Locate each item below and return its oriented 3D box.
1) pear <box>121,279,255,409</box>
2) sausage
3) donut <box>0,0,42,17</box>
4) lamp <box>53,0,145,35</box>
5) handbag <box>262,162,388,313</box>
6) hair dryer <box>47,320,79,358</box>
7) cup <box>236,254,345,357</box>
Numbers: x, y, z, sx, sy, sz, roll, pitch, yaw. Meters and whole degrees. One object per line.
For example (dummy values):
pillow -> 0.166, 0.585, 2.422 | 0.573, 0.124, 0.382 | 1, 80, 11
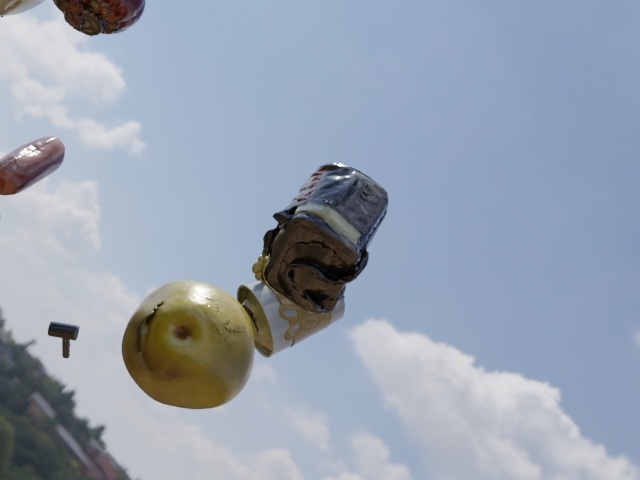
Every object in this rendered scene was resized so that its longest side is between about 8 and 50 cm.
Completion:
pear -> -0.271, 0.235, 2.005 | 0.285, 0.285, 0.336 | 38, -22, 32
sausage -> -0.527, -0.136, 1.704 | 0.077, 0.194, 0.077 | 7, -65, 14
donut -> -0.528, -0.476, 1.351 | 0.382, 0.142, 0.382 | 48, 12, -14
lamp -> -0.514, -0.569, 2.175 | 0.227, 0.227, 0.227 | 44, -19, 19
handbag -> 0.000, 0.000, 1.668 | 0.181, 0.181, 0.254 | 31, -37, 1
hair dryer -> -0.421, 0.166, 1.557 | 0.047, 0.026, 0.083 | 11, -43, -3
cup -> -0.076, 0.135, 2.259 | 0.185, 0.226, 0.241 | 25, -51, 59
